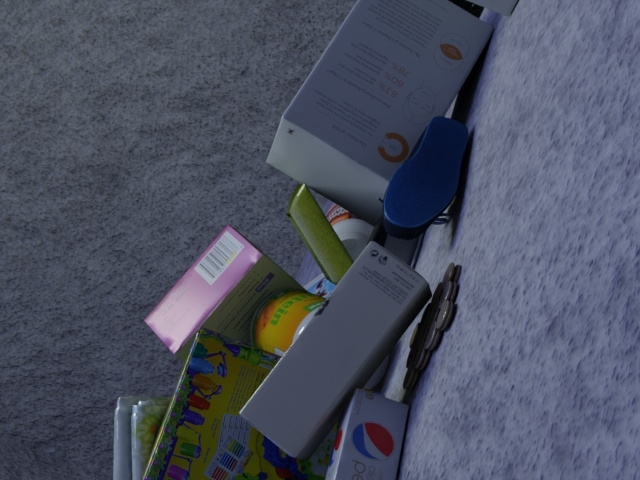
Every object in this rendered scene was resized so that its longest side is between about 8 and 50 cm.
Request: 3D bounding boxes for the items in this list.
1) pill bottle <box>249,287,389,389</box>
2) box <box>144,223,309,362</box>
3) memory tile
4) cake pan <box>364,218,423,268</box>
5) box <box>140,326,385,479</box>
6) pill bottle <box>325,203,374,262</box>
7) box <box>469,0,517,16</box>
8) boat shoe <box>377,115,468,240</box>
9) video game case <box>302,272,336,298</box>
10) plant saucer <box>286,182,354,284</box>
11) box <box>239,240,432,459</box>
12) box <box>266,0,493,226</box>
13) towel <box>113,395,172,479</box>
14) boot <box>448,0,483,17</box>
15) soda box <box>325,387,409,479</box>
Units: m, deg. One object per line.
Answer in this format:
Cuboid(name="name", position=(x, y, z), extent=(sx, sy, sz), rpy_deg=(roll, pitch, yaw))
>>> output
Cuboid(name="pill bottle", position=(0.000, 0.156, 1.710), extent=(0.245, 0.136, 0.136), rpy_deg=(13, 82, 62))
Cuboid(name="box", position=(-0.127, 0.133, 1.872), extent=(0.213, 0.243, 0.117), rpy_deg=(-49, 44, -2))
Cuboid(name="memory tile", position=(0.139, 0.107, 1.401), extent=(0.113, 0.012, 0.148), rpy_deg=(-75, 6, -52))
Cuboid(name="cake pan", position=(0.098, 0.058, 1.854), extent=(0.293, 0.054, 0.293), rpy_deg=(-159, 90, -86))
Cuboid(name="box", position=(-0.093, 0.319, 1.522), extent=(0.177, 0.279, 0.290), rpy_deg=(117, 173, -53))
Cuboid(name="pill bottle", position=(0.062, 0.004, 2.104), extent=(0.221, 0.121, 0.121), rpy_deg=(-81, 13, -70))
Cuboid(name="box", position=(0.236, -0.440, 1.689), extent=(0.091, 0.170, 0.130), rpy_deg=(-74, 7, -45))
Cuboid(name="boat shoe", position=(0.157, -0.074, 1.600), extent=(0.258, 0.109, 0.089), rpy_deg=(-51, -17, -44))
Cuboid(name="video game case", position=(-0.030, 0.168, 2.177), extent=(0.244, 0.061, 0.269), rpy_deg=(-38, 16, 19))
Cuboid(name="plant saucer", position=(0.000, 0.000, 1.804), extent=(0.045, 0.188, 0.188), rpy_deg=(-32, 3, -3))
Cuboid(name="box", position=(0.023, 0.142, 1.422), extent=(0.275, 0.094, 0.113), rpy_deg=(-52, -15, -6))
Cuboid(name="box", position=(0.096, -0.235, 1.816), extent=(0.345, 0.215, 0.168), rpy_deg=(-59, 0, -24))
Cuboid(name="towel", position=(-0.188, 0.422, 1.711), extent=(0.320, 0.090, 0.374), rpy_deg=(14, -111, -54))
Cuboid(name="boot", position=(0.232, -0.421, 2.129), extent=(0.246, 0.094, 0.207), rpy_deg=(-59, 12, 29))
Cuboid(name="soda box", position=(0.046, 0.282, 1.319), extent=(0.216, 0.074, 0.069), rpy_deg=(-74, 5, -46))
